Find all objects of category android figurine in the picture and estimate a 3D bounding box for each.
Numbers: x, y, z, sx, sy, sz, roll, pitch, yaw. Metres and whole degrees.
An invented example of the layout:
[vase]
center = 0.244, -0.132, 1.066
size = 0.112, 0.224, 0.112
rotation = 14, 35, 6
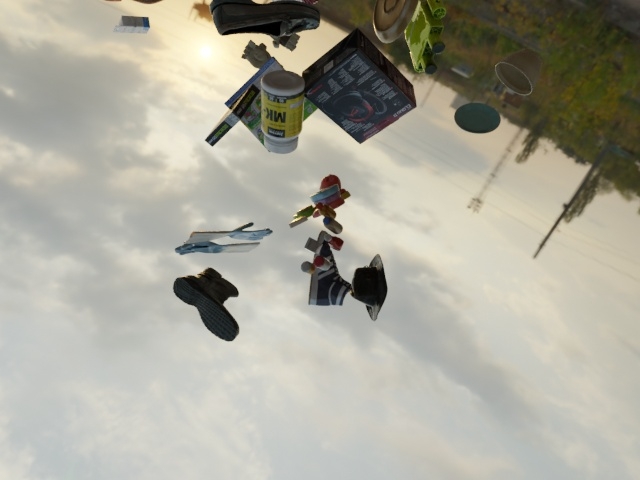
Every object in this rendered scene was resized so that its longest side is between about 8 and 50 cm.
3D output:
[android figurine]
center = 0.327, -0.660, 1.831
size = 0.056, 0.248, 0.272
rotation = -4, -124, -10

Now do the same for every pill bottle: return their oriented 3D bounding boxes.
[pill bottle]
center = -0.106, -0.354, 1.618
size = 0.119, 0.208, 0.119
rotation = 3, -137, -2

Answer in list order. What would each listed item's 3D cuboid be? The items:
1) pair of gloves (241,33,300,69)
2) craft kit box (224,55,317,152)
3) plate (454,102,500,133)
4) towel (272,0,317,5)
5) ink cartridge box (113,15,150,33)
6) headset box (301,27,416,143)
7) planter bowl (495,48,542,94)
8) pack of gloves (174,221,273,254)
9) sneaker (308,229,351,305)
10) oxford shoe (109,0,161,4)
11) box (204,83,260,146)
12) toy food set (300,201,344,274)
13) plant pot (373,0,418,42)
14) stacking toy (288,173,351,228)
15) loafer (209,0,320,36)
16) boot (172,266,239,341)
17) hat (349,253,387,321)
[pair of gloves]
center = -0.218, -0.860, 2.571
size = 0.204, 0.240, 0.042
rotation = 33, -175, 4
[craft kit box]
center = -0.179, -0.498, 2.135
size = 0.246, 0.250, 0.061
rotation = 48, -167, -12
[plate]
center = 0.642, -0.496, 2.383
size = 0.188, 0.024, 0.188
rotation = -2, -126, 2
[towel]
center = -0.139, -0.761, 1.728
size = 0.237, 0.037, 0.329
rotation = 39, -178, -19
[ink cartridge box]
center = -0.472, -0.538, 1.448
size = 0.083, 0.028, 0.048
rotation = -8, -178, -28
[headset box]
center = 0.121, -0.427, 1.682
size = 0.293, 0.218, 0.110
rotation = 33, -139, -34
[planter bowl]
center = 0.741, -0.629, 2.128
size = 0.162, 0.109, 0.162
rotation = 42, 177, 3
[pack of gloves]
center = -0.253, -0.010, 1.506
size = 0.232, 0.195, 0.046
rotation = -2, -105, -34
[sneaker]
center = 0.045, 0.108, 2.143
size = 0.153, 0.282, 0.099
rotation = 7, 171, 2
[oxford shoe]
center = -0.588, -0.830, 1.872
size = 0.271, 0.098, 0.096
rotation = -18, -101, -30
[box]
center = -0.304, -0.431, 2.003
size = 0.045, 0.191, 0.184
rotation = 39, -134, -20
[toy food set]
center = 0.000, 0.000, 1.883
size = 0.111, 0.232, 0.104
rotation = 23, 175, 31
[plant pot]
center = 0.227, -0.732, 1.792
size = 0.032, 0.236, 0.236
rotation = 10, -153, -27
[stacking toy]
center = -0.025, -0.182, 2.535
size = 0.130, 0.280, 0.309
rotation = 65, -169, -8
[loafer]
center = -0.121, -0.499, 1.343
size = 0.268, 0.096, 0.084
rotation = -4, -103, -25
[boot]
center = -0.276, 0.163, 1.613
size = 0.246, 0.083, 0.161
rotation = 41, -152, 19
[hat]
center = 0.211, 0.218, 2.784
size = 0.134, 0.331, 0.331
rotation = 8, -155, -12
